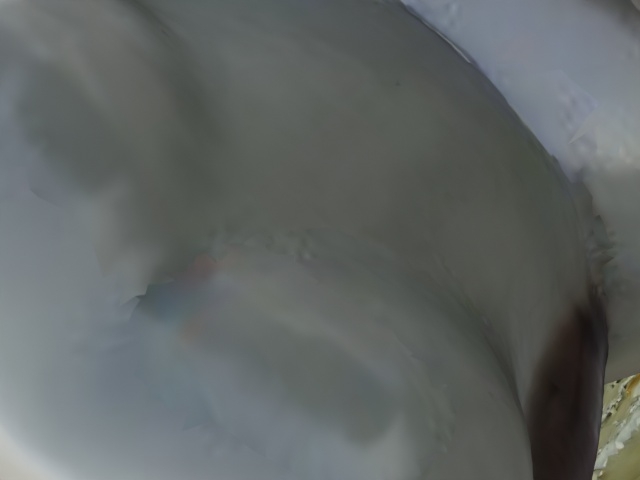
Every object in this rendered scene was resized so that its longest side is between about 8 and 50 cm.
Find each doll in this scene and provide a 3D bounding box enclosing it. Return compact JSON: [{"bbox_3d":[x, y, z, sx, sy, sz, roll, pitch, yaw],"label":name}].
[{"bbox_3d":[-0.003,-0.006,0.455,0.215,0.226,0.370,36,56,11],"label":"doll"}]

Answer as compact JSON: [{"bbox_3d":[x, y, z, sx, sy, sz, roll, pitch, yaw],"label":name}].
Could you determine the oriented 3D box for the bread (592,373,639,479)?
[{"bbox_3d":[0.327,0.113,1.207,0.248,0.279,0.315,-48,8,28],"label":"bread"}]
